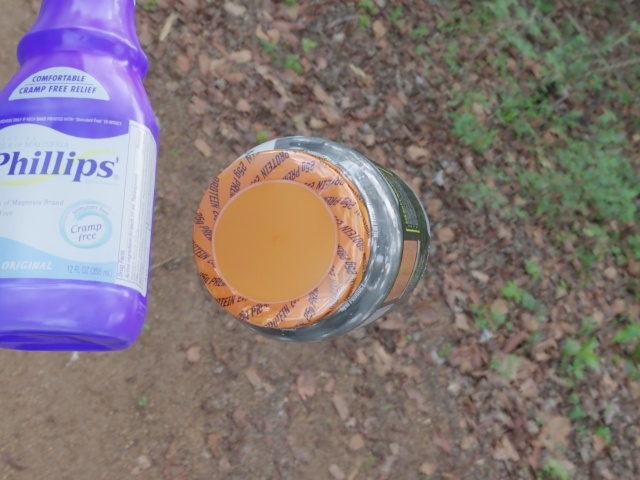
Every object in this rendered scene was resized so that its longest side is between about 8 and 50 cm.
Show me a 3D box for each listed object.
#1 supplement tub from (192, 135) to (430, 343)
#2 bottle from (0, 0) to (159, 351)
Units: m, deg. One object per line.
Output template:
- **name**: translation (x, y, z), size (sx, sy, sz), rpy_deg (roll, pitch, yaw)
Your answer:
- **supplement tub**: translation (0.000, 0.000, 0.954), size (0.207, 0.207, 0.338), rpy_deg (60, 11, 8)
- **bottle**: translation (-0.174, -0.065, 0.630), size (0.118, 0.092, 0.283), rpy_deg (1, 74, 1)
